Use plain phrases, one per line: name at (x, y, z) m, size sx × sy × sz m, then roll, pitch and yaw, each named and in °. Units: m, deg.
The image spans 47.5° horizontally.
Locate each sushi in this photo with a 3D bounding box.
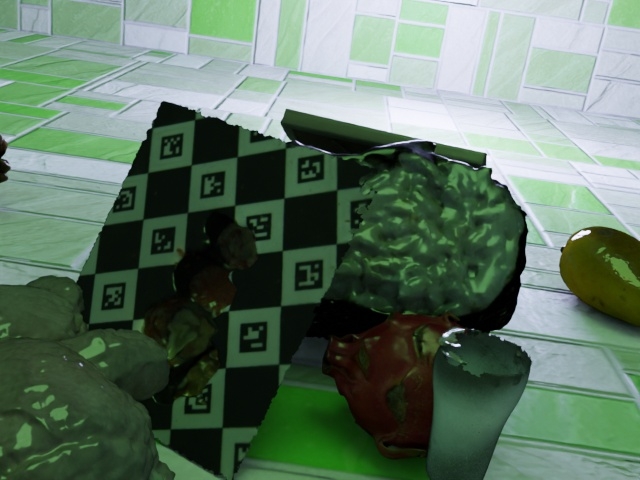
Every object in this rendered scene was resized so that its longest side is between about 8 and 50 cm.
sushi at (0.041, 0.009, 0.788) m, size 0.350 × 0.211 × 0.171 m, roll 2°, pitch -23°, yaw 2°
sushi at (-0.101, 0.034, 0.673) m, size 0.264 × 0.290 × 0.050 m, roll 20°, pitch -9°, yaw 28°

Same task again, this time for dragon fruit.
dragon fruit at (0.080, 0.128, 0.641) m, size 0.166 × 0.133 × 0.136 m, roll 12°, pitch -21°, yaw 8°

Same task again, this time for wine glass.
wine glass at (0.105, 0.148, 0.544) m, size 0.072 × 0.155 × 0.072 m, roll 8°, pitch 22°, yaw -3°

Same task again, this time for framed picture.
framed picture at (0.101, -0.058, 0.974) m, size 0.247 × 0.022 × 0.335 m, roll 15°, pitch -17°, yaw 19°

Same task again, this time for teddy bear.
teddy bear at (-0.213, 0.128, 0.485) m, size 0.236 × 0.151 × 0.267 m, roll -35°, pitch 30°, yaw -22°

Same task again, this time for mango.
mango at (0.408, 0.050, 0.986) m, size 0.137 × 0.098 × 0.195 m, roll 0°, pitch 27°, yaw -30°

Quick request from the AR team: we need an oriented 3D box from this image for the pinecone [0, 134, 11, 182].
pinecone at (-0.542, -0.131, 1.006) m, size 0.212 × 0.168 × 0.186 m, roll 38°, pitch 20°, yaw 30°
